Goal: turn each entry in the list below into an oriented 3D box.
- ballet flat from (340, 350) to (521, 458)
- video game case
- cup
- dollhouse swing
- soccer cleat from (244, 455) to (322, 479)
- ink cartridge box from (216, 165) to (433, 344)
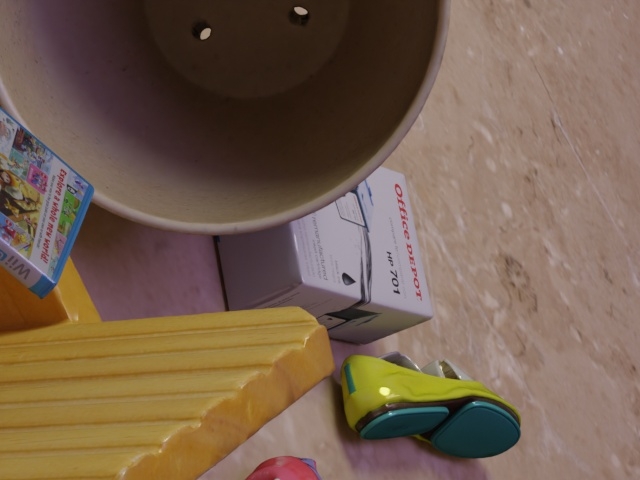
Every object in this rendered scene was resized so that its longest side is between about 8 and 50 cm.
[{"bbox_3d":[0.095,0.136,1.634,0.231,0.077,0.077,15,41,-51],"label":"ballet flat"},{"bbox_3d":[-0.192,-0.052,0.976,0.166,0.015,0.119,41,21,-15],"label":"video game case"},{"bbox_3d":[-0.067,-0.181,1.403,0.331,0.331,0.237,64,7,-4],"label":"cup"},{"bbox_3d":[-0.219,0.008,1.004,0.347,0.305,0.315,-31,97,-58],"label":"dollhouse swing"},{"bbox_3d":[0.011,0.276,1.402,0.095,0.083,0.248,-11,77,-63],"label":"soccer cleat"},{"bbox_3d":[0.000,0.000,1.563,0.190,0.082,0.140,15,58,-51],"label":"ink cartridge box"}]
